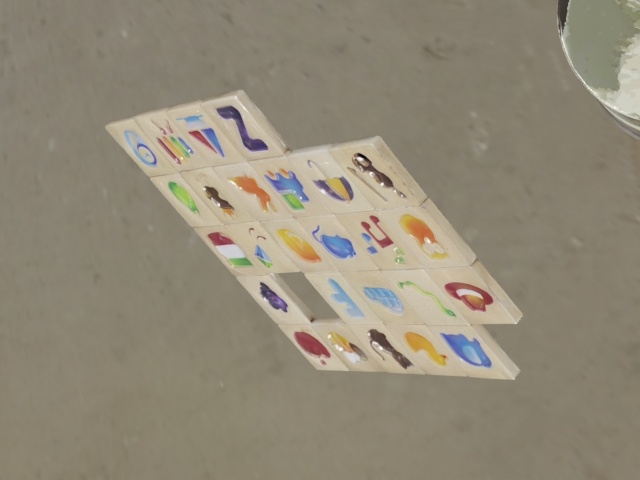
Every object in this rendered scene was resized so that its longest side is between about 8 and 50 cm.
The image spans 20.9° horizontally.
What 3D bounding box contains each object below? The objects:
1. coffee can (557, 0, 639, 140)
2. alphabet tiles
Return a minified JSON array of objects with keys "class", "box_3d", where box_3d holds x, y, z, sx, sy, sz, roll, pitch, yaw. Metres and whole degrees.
[{"class":"coffee can","box_3d":[0.337,-0.195,1.628,0.202,0.275,0.201,-1,88,14]},{"class":"alphabet tiles","box_3d":[0.000,0.000,0.913,0.198,0.237,0.009,50,65,-19]}]
